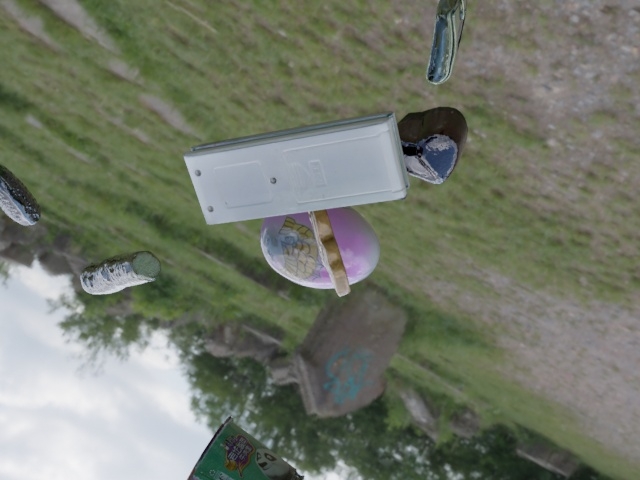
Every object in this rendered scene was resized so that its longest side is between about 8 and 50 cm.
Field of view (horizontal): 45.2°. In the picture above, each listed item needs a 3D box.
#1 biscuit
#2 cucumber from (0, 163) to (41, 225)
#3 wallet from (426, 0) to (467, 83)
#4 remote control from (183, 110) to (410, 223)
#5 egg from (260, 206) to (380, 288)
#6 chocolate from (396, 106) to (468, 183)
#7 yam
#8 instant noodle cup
[{"bbox_3d":[0.005,-0.016,1.187,0.144,0.040,0.236,66,-172,-48],"label":"biscuit"},{"bbox_3d":[-0.700,-0.107,1.739,0.074,0.074,0.241,28,161,9],"label":"cucumber"},{"bbox_3d":[0.181,-0.301,1.074,0.039,0.155,0.110,10,131,10],"label":"wallet"},{"bbox_3d":[-0.032,-0.091,0.987,0.277,0.055,0.103,-7,114,20],"label":"remote control"},{"bbox_3d":[0.000,0.000,1.568,0.271,0.196,0.196,0,156,36],"label":"egg"},{"bbox_3d":[0.175,-0.148,1.301,0.149,0.080,0.125,-7,119,27],"label":"chocolate"},{"bbox_3d":[-0.307,0.048,1.176,0.061,0.061,0.274,32,158,-23],"label":"yam"},{"bbox_3d":[-0.155,0.496,1.491,0.190,0.251,0.251,28,173,7],"label":"instant noodle cup"}]
